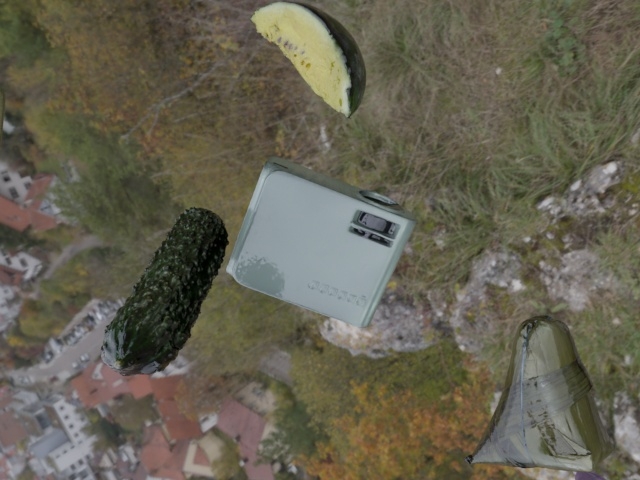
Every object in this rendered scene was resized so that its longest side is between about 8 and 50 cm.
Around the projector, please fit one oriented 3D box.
[{"bbox_3d":[0.000,0.000,0.966,0.251,0.108,0.198,20,108,-4],"label":"projector"}]

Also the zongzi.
[{"bbox_3d":[0.298,0.236,0.923,0.242,0.112,0.220,-23,76,50],"label":"zongzi"}]

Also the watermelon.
[{"bbox_3d":[-0.007,-0.378,1.183,0.129,0.123,0.301,-46,76,24],"label":"watermelon"}]

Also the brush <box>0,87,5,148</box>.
[{"bbox_3d":[-0.276,0.024,0.443,0.048,0.054,0.282,6,90,60],"label":"brush"}]

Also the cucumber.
[{"bbox_3d":[-0.186,0.063,0.762,0.096,0.359,0.096,0,115,1],"label":"cucumber"}]

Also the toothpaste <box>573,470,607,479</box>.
[{"bbox_3d":[0.600,0.561,1.280,0.048,0.301,0.075,45,99,-1],"label":"toothpaste"}]
